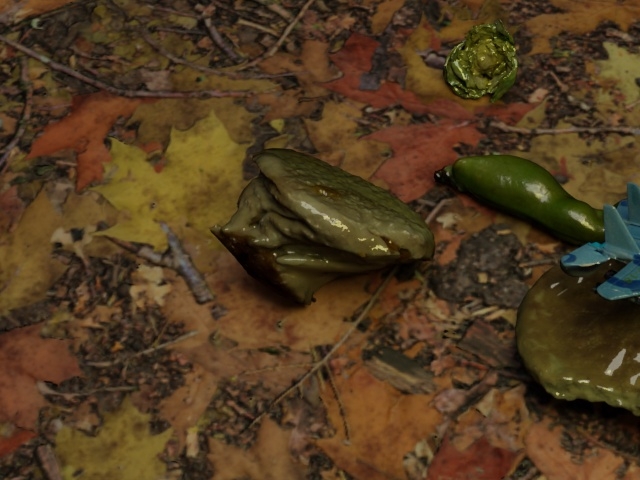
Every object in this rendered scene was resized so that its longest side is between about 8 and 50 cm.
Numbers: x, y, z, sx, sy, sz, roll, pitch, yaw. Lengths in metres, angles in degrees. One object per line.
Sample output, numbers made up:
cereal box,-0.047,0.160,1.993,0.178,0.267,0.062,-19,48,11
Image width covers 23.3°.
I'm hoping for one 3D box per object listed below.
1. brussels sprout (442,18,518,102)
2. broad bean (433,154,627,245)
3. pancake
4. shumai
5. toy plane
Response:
brussels sprout,0.164,-0.181,1.589,0.085,0.058,0.085,-1,86,13
broad bean,0.208,-0.042,1.482,0.214,0.048,0.070,17,60,18
pancake,0.288,0.076,1.360,0.222,0.042,0.236,-35,43,-24
shumai,0.000,0.000,1.429,0.201,0.201,0.120,32,104,26
toy plane,0.336,0.028,1.317,0.246,0.078,0.169,27,47,29
